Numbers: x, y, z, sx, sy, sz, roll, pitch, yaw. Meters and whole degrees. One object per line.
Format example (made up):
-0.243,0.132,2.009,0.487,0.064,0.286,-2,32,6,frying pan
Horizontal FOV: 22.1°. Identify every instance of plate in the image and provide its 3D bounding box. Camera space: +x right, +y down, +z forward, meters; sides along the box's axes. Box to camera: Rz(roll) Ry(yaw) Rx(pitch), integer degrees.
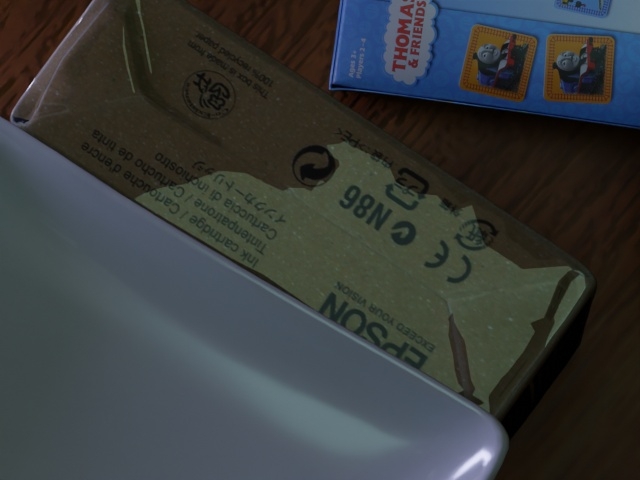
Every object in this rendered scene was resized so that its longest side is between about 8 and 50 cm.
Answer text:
-0.118,0.107,0.579,0.277,0.045,0.278,31,62,13,plate

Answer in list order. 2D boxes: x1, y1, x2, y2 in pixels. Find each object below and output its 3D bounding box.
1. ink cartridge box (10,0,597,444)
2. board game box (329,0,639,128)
0.000,0.000,0.726,0.234,0.193,0.088,34,84,12,ink cartridge box
0.119,-0.139,0.801,0.211,0.039,0.160,8,97,7,board game box
